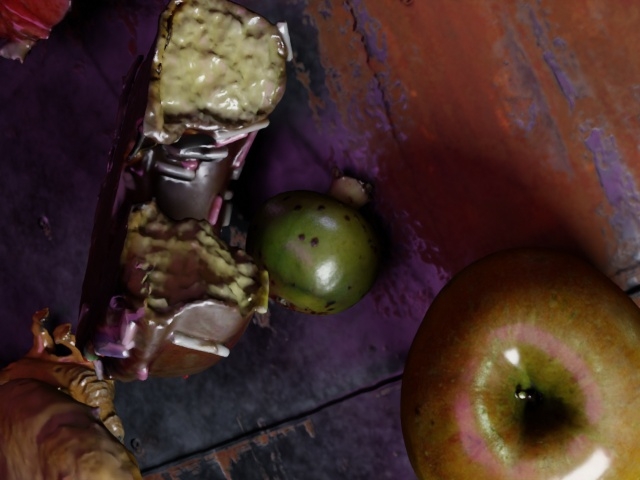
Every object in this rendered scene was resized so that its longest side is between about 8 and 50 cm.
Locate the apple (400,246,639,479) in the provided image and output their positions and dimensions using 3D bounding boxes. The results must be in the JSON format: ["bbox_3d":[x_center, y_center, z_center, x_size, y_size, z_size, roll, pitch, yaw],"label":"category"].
[{"bbox_3d":[0.170,0.126,0.929,0.237,0.207,0.237,0,88,10],"label":"apple"}]

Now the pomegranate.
[{"bbox_3d":[-0.003,0.007,1.033,0.130,0.130,0.130,5,101,26],"label":"pomegranate"}]

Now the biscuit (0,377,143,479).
[{"bbox_3d":[-0.222,0.343,1.072,0.429,0.104,0.446,58,147,18],"label":"biscuit"}]

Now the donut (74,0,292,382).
[{"bbox_3d":[-0.127,-0.026,1.008,0.259,0.136,0.345,131,148,-59],"label":"donut"}]

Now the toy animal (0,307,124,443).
[{"bbox_3d":[-0.320,0.148,1.231,0.255,0.114,0.116,9,140,29],"label":"toy animal"}]

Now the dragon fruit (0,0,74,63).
[{"bbox_3d":[-0.289,-0.345,1.072,0.282,0.100,0.343,22,106,44],"label":"dragon fruit"}]
